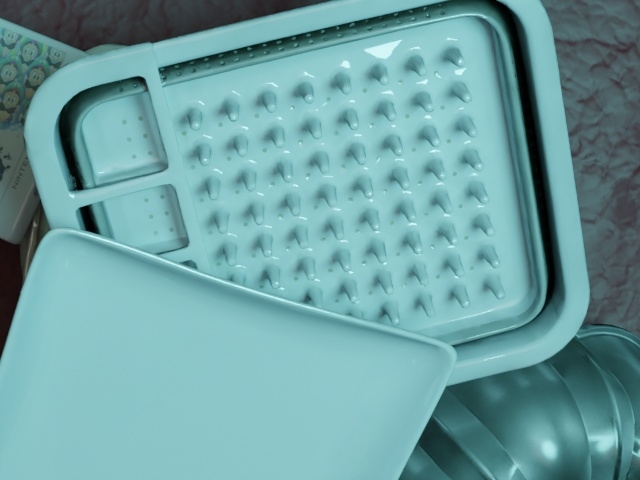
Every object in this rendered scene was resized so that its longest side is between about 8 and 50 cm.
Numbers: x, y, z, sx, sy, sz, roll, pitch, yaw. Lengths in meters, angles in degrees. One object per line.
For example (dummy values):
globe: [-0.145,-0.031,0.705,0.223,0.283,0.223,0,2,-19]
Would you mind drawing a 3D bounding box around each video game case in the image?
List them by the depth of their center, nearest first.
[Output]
video game case: [-0.248,-0.090,1.050,0.157,0.019,0.143,23,89,26]

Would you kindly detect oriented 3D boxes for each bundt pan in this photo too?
bundt pan: [0.172,0.227,1.054,0.331,0.124,0.331,-6,107,-18]

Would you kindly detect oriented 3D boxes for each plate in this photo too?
plate: [-0.088,0.140,0.963,0.277,0.045,0.278,17,111,-16]

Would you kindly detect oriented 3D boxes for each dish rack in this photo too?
dish rack: [-0.003,-0.022,0.962,0.333,0.072,0.285,-13,115,0]

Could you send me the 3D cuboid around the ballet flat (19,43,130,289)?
ballet flat: [-0.163,0.055,1.050,0.139,0.139,0.400,10,91,-7]
